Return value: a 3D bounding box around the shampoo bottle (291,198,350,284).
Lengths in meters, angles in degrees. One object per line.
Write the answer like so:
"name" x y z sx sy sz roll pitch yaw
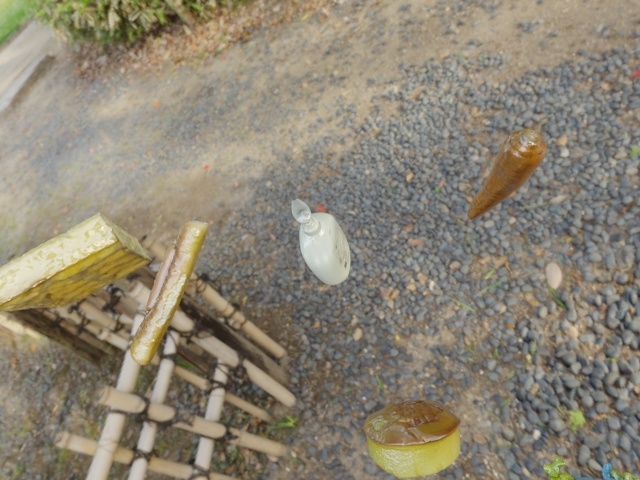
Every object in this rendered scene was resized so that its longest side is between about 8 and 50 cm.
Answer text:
"shampoo bottle" 0.000 0.000 0.664 0.045 0.152 0.077 -4 68 13

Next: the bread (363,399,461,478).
"bread" 0.256 0.533 1.514 0.270 0.147 0.270 -10 6 1

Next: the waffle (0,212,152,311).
"waffle" -0.344 0.038 0.784 0.168 0.057 0.274 -30 -1 -10

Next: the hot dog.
"hot dog" -0.135 0.044 0.485 0.044 0.028 0.137 -130 62 -78

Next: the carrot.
"carrot" 0.220 -0.069 0.680 0.048 0.216 0.048 1 68 -3

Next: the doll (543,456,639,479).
"doll" 0.445 0.543 0.916 0.345 0.099 0.341 -63 11 -11
